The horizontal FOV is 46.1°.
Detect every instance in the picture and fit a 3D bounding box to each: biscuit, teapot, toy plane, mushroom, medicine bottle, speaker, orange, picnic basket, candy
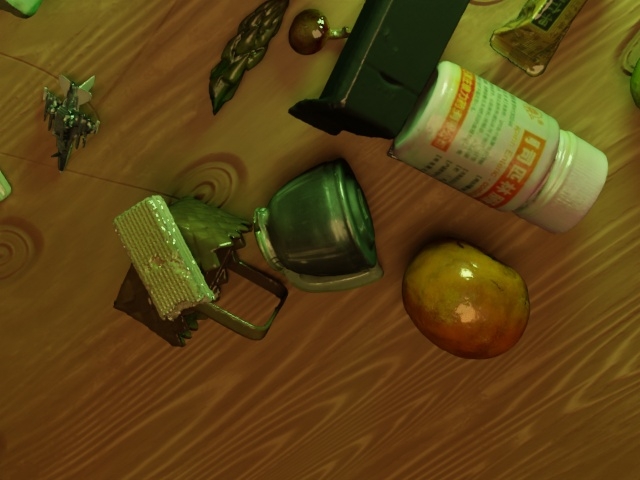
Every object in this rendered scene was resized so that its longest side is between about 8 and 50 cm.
[{"bbox_3d":[-0.305,0.036,1.457,0.108,0.062,0.238,-29,87,17],"label":"biscuit"},{"bbox_3d":[-0.006,-0.023,1.613,0.240,0.321,0.239,-16,75,14],"label":"teapot"},{"bbox_3d":[-0.533,-0.239,1.571,0.160,0.082,0.234,32,111,16],"label":"toy plane"},{"bbox_3d":[-0.001,-0.419,1.498,0.130,0.073,0.088,-8,76,-1],"label":"mushroom"},{"bbox_3d":[0.358,-0.179,1.515,0.388,0.219,0.219,27,110,-11],"label":"medicine bottle"},{"bbox_3d":[0.111,-0.376,1.473,0.180,0.184,0.388,22,100,-37],"label":"speaker"},{"bbox_3d":[0.308,0.123,1.607,0.284,0.284,0.226,33,103,-12],"label":"orange"},{"bbox_3d":[-0.236,0.088,1.608,0.321,0.254,0.291,27,108,0],"label":"picnic basket"},{"bbox_3d":[0.449,-0.459,1.466,0.143,0.101,0.271,24,117,-15],"label":"candy"}]

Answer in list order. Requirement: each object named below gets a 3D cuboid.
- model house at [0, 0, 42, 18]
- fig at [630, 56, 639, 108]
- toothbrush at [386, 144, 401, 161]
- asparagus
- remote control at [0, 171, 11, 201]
[{"bbox_3d":[-0.648,-0.600,1.362,0.280,0.245,0.312,15,86,22],"label":"model house"},{"bbox_3d":[0.713,-0.336,1.480,0.181,0.181,0.191,18,88,-7],"label":"fig"},{"bbox_3d":[0.296,-0.141,1.636,0.321,0.023,0.031,20,114,-8],"label":"toothbrush"},{"bbox_3d":[-0.155,-0.381,1.513,0.080,0.080,0.287,38,107,-14],"label":"asparagus"},{"bbox_3d":[-0.765,-0.174,1.615,0.090,0.049,0.230,-29,108,9],"label":"remote control"}]
